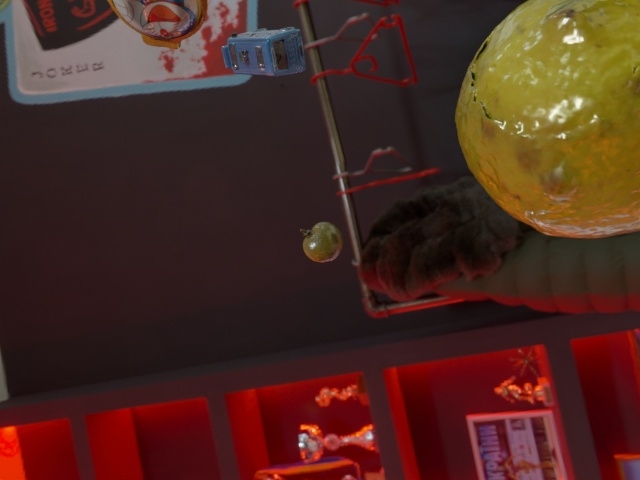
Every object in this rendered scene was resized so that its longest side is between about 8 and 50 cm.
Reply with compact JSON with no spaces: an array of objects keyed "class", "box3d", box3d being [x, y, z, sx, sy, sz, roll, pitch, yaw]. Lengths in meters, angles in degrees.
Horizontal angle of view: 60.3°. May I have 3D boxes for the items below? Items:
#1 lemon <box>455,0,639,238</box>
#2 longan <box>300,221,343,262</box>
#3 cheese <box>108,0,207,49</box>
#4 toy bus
[{"class":"lemon","box3d":[0.373,-0.166,0.763,0.387,0.350,0.350,38,-141,-47]},{"class":"longan","box3d":[0.000,0.000,0.987,0.083,0.075,0.075,35,-150,-16]},{"class":"cheese","box3d":[-0.271,-0.430,0.894,0.270,0.177,0.069,104,173,-53]},{"class":"toy bus","box3d":[-0.154,-0.508,1.493,0.134,0.246,0.113,-26,-59,-31]}]
